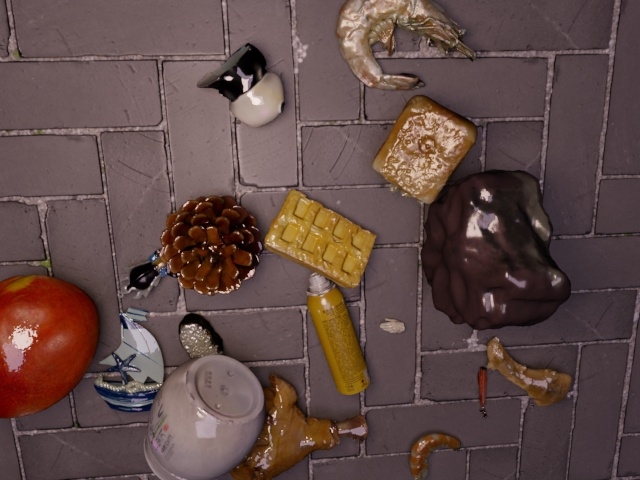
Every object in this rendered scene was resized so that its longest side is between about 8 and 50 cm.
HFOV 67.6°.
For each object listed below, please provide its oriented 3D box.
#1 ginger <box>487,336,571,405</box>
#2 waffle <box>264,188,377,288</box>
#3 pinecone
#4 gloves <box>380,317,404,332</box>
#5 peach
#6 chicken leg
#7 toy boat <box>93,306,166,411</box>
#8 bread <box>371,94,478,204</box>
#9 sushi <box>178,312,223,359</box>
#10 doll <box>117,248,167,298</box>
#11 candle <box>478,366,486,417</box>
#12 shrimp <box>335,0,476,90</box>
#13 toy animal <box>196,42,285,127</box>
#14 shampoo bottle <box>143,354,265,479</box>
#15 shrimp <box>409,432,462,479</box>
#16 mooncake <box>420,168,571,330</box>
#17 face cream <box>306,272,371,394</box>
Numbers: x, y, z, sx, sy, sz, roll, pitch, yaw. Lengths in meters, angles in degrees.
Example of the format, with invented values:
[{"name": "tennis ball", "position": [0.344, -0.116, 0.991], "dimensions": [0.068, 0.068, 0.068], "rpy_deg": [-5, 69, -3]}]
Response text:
[{"name": "ginger", "position": [0.613, 0.390, 1.413], "dimensions": [0.294, 0.086, 0.131], "rpy_deg": [36, 120, -7]}, {"name": "waffle", "position": [0.000, 0.000, 1.243], "dimensions": [0.274, 0.057, 0.168], "rpy_deg": [28, 69, -11]}, {"name": "pinecone", "position": [-0.260, 0.022, 1.165], "dimensions": [0.264, 0.264, 0.264], "rpy_deg": [-1, 103, -5]}, {"name": "gloves", "position": [0.211, 0.243, 1.368], "dimensions": [0.081, 0.037, 0.044], "rpy_deg": [-6, 68, 2]}, {"name": "peach", "position": [-0.693, 0.253, 1.146], "dimensions": [0.308, 0.308, 0.332], "rpy_deg": [13, 70, -8]}, {"name": "chicken leg", "position": [-0.070, 0.518, 1.350], "dimensions": [0.409, 0.182, 0.295], "rpy_deg": [-5, 87, -8]}, {"name": "toy boat", "position": [-0.527, 0.339, 1.308], "dimensions": [0.210, 0.070, 0.291], "rpy_deg": [-21, 100, -5]}, {"name": "bread", "position": [0.253, -0.221, 1.192], "dimensions": [0.195, 0.176, 0.246], "rpy_deg": [35, 112, 6]}, {"name": "sushi", "position": [-0.327, 0.271, 1.300], "dimensions": [0.090, 0.078, 0.150], "rpy_deg": [-33, 110, 3]}, {"name": "doll", "position": [-0.452, 0.087, 1.254], "dimensions": [0.195, 0.070, 0.096], "rpy_deg": [-37, 88, -3]}, {"name": "candle", "position": [0.490, 0.460, 1.447], "dimensions": [0.026, 0.021, 0.167], "rpy_deg": [1, 106, 22]}, {"name": "shrimp", "position": [0.211, -0.486, 1.181], "dimensions": [0.360, 0.085, 0.247], "rpy_deg": [15, 110, -5]}, {"name": "toy animal", "position": [-0.176, -0.357, 1.150], "dimensions": [0.166, 0.138, 0.179], "rpy_deg": [-32, 113, 23]}, {"name": "shampoo bottle", "position": [-0.289, 0.449, 1.193], "dimensions": [0.273, 0.273, 0.266], "rpy_deg": [29, 112, -11]}, {"name": "shrimp", "position": [0.354, 0.666, 1.474], "dimensions": [0.166, 0.049, 0.161], "rpy_deg": [-1, 102, -13]}, {"name": "mooncake", "position": [0.398, 0.036, 1.167], "dimensions": [0.212, 0.381, 0.350], "rpy_deg": [-4, 144, -19]}, {"name": "face cream", "position": [0.042, 0.249, 1.315], "dimensions": [0.105, 0.105, 0.348], "rpy_deg": [-19, 104, -1]}]
